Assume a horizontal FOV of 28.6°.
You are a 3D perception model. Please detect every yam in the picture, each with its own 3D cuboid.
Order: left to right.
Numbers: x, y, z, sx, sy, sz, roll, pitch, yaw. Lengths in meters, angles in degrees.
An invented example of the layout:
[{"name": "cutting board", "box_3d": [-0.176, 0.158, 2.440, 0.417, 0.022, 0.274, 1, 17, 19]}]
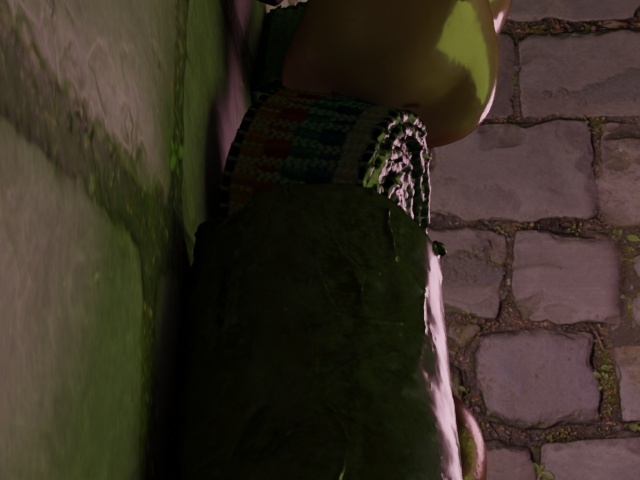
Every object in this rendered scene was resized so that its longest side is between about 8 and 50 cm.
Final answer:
[{"name": "yam", "box_3d": [-0.002, 0.127, 0.843, 0.195, 0.195, 0.300, 84, 6, -50]}]

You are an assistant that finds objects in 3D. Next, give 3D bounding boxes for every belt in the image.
[{"name": "belt", "box_3d": [-0.003, 0.002, 1.116, 0.295, 0.161, 0.206, 82, 26, -47]}]

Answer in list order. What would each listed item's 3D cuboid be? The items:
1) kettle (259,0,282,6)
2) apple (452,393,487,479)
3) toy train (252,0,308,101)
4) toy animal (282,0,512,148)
[{"name": "kettle", "box_3d": [0.015, -0.394, 1.312, 0.271, 0.207, 0.250, 100, -16, -69]}, {"name": "apple", "box_3d": [0.067, 0.260, 1.355, 0.253, 0.254, 0.253, -1, 90, -86]}, {"name": "toy train", "box_3d": [-0.002, -0.172, 1.443, 0.269, 0.115, 0.154, -85, 167, -57]}, {"name": "toy animal", "box_3d": [0.093, -0.220, 1.235, 0.269, 0.237, 0.326, 72, 31, -57]}]
